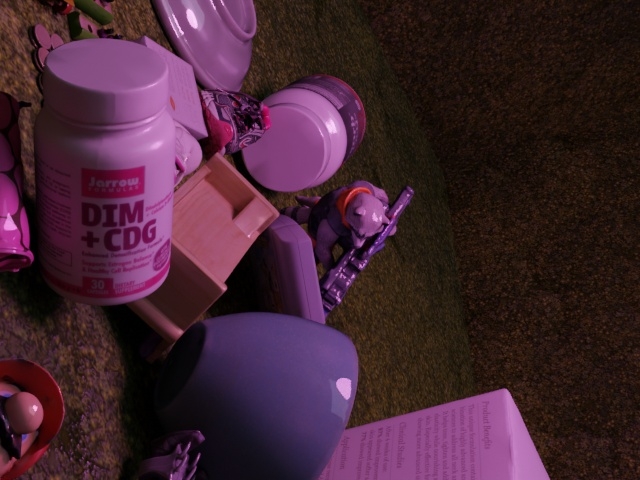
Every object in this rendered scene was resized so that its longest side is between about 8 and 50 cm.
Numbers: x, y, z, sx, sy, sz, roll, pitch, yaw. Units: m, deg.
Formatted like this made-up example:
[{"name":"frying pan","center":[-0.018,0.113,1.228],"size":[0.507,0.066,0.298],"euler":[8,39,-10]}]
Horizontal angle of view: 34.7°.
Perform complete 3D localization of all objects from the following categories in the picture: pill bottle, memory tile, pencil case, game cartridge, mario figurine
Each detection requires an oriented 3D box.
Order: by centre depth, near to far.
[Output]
[{"name":"mario figurine","center":[-0.323,0.172,0.873],"size":[0.320,0.170,0.198],"euler":[-24,131,-66]},{"name":"pencil case","center":[-0.366,-0.064,1.142],"size":[0.098,0.095,0.209],"euler":[100,-17,-68]},{"name":"pill bottle","center":[-0.250,-0.078,1.193],"size":[0.160,0.161,0.283],"euler":[-82,180,-55]},{"name":"memory tile","center":[-0.362,-0.222,1.437],"size":[0.113,0.012,0.148],"euler":[24,51,-68]},{"name":"game cartridge","center":[-0.068,0.055,1.753],"size":[0.297,0.062,0.198],"euler":[-164,-121,-72]},{"name":"pill bottle","center":[-0.035,-0.222,2.137],"size":[0.363,0.210,0.210],"euler":[-53,124,-69]}]

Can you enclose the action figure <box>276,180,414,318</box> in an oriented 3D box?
[{"name":"action figure","center":[0.000,0.000,1.883],"size":[0.178,0.330,0.341],"euler":[45,58,-17]}]

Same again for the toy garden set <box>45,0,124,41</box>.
[{"name":"toy garden set","center":[-0.370,-0.418,1.548],"size":[0.204,0.049,0.244],"euler":[28,47,-67]}]

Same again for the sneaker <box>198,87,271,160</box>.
[{"name":"sneaker","center":[-0.152,-0.214,1.805],"size":[0.299,0.112,0.120],"euler":[-87,172,-76]}]

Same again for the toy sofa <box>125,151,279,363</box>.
[{"name":"toy sofa","center":[-0.204,0.016,1.522],"size":[0.150,0.177,0.362],"euler":[44,22,-6]}]

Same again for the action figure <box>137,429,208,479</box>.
[{"name":"action figure","center":[-0.202,0.363,1.210],"size":[0.285,0.099,0.185],"euler":[-78,155,-52]}]

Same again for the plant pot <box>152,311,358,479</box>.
[{"name":"plant pot","center":[-0.114,0.214,1.411],"size":[0.195,0.290,0.290],"euler":[30,35,-21]}]

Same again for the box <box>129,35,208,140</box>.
[{"name":"box","center":[-0.264,-0.227,1.617],"size":[0.170,0.091,0.130],"euler":[22,53,-70]}]

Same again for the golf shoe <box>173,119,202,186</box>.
[{"name":"golf shoe","center":[-0.242,-0.108,1.465],"size":[0.140,0.115,0.306],"euler":[38,14,18]}]

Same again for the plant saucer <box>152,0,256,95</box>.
[{"name":"plant saucer","center":[-0.216,-0.483,2.020],"size":[0.400,0.101,0.400],"euler":[-18,90,-73]}]

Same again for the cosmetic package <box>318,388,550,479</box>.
[{"name":"cosmetic package","center":[0.204,0.525,1.818],"size":[0.329,0.394,0.327],"euler":[-78,147,-57]}]
